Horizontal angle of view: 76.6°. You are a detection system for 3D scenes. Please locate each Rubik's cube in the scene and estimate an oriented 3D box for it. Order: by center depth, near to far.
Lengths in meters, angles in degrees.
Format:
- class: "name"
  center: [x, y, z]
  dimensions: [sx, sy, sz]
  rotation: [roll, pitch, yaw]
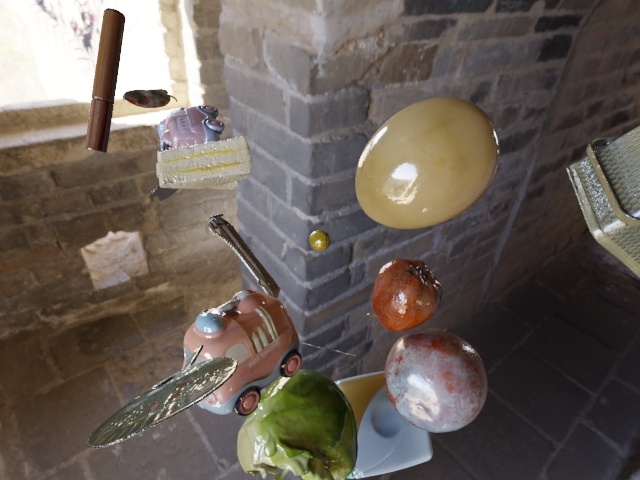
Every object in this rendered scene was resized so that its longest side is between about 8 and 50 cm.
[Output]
- class: "Rubik's cube"
  center: [0.206, 0.725, 1.633]
  dimensions: [0.346, 0.352, 0.353]
  rotation: [-4, 64, -15]

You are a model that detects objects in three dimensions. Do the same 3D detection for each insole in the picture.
- class: "insole"
  center: [-0.370, -0.127, 0.991]
  dimensions: [0.086, 0.005, 0.253]
  rotation: [-43, 11, -6]

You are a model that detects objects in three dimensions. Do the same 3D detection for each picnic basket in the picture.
- class: "picnic basket"
  center: [0.509, -0.044, 0.599]
  dimensions: [0.266, 0.139, 0.165]
  rotation: [29, 48, -24]

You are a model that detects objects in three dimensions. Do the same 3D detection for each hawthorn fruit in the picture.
- class: "hawthorn fruit"
  center: [0.249, 0.184, 1.275]
  dimensions: [0.210, 0.262, 0.211]
  rotation: [24, 37, -19]

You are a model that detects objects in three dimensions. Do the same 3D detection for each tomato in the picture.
- class: "tomato"
  center: [0.354, 0.431, 1.268]
  dimensions: [0.316, 0.317, 0.282]
  rotation: [19, 33, 20]

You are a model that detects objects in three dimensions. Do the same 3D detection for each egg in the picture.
- class: "egg"
  center: [0.262, -0.187, 1.032]
  dimensions: [0.373, 0.301, 0.301]
  rotation: [-31, 27, 25]

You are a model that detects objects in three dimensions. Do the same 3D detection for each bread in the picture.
- class: "bread"
  center: [-0.217, -0.143, 0.752]
  dimensions: [0.152, 0.105, 0.078]
  rotation: [-4, 80, -30]

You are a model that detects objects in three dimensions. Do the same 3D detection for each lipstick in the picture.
- class: "lipstick"
  center: [-0.557, -0.410, 1.051]
  dimensions: [0.057, 0.357, 0.057]
  rotation: [10, 6, -1]

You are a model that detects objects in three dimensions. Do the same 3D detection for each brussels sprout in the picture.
- class: "brussels sprout"
  center: [-0.061, 0.553, 1.204]
  dimensions: [0.371, 0.275, 0.315]
  rotation: [14, 56, -35]

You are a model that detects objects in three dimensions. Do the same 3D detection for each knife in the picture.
- class: "knife"
  center: [-0.267, 0.061, 1.429]
  dimensions: [0.365, 0.043, 0.089]
  rotation: [51, 47, -1]

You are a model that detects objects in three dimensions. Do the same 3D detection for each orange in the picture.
- class: "orange"
  center: [0.000, 0.000, 1.617]
  dimensions: [0.095, 0.085, 0.085]
  rotation: [-9, 19, 47]

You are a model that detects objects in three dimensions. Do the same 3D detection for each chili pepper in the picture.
- class: "chili pepper"
  center: [-0.436, -0.361, 1.029]
  dimensions: [0.050, 0.041, 0.153]
  rotation: [39, 40, 18]

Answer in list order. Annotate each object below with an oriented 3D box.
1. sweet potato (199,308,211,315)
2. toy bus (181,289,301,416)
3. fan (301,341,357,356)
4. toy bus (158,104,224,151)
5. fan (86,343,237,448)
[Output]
- class: "sweet potato"
  center: [-0.360, 0.400, 1.432]
  dimensions: [0.109, 0.109, 0.385]
  rotation: [-19, 57, -28]
- class: "toy bus"
  center: [-0.189, 0.243, 0.955]
  dimensions: [0.194, 0.232, 0.287]
  rotation: [19, 37, 42]
- class: "fan"
  center: [0.035, 0.415, 1.545]
  dimensions: [0.219, 0.132, 0.009]
  rotation: [8, 75, 18]
- class: "toy bus"
  center: [-0.508, -0.404, 1.583]
  dimensions: [0.231, 0.197, 0.294]
  rotation: [-4, 41, -24]
- class: "fan"
  center: [-0.210, 0.220, 0.646]
  dimensions: [0.223, 0.012, 0.294]
  rotation: [-22, 6, 27]
